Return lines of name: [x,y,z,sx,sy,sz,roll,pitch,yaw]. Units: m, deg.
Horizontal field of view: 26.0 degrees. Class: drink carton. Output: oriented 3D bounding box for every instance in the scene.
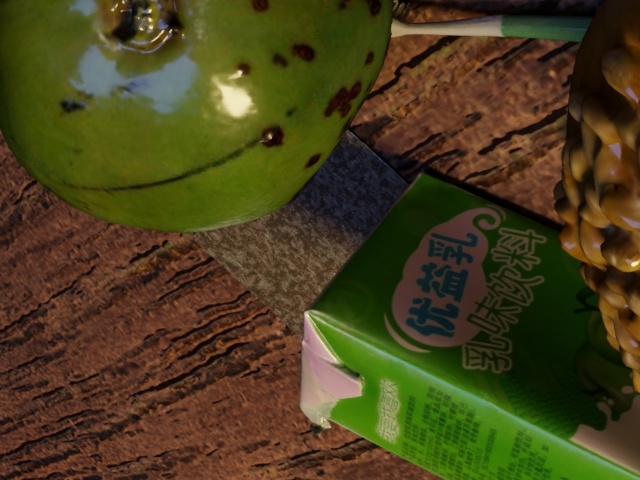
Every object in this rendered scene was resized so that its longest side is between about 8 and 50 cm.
drink carton: [0.135,0.086,0.877,0.271,0.161,0.108,25,140,20]

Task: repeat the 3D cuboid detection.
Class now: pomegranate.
pomegranate: [-0.079,-0.130,0.807,0.254,0.254,0.270,48,-177,-7]

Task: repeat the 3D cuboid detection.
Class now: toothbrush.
toothbrush: [0.125,-0.123,0.800,0.257,0.024,0.018,10,153,35]

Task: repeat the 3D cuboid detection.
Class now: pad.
pad: [0.000,0.000,1.048,0.158,0.003,0.235,42,143,0]

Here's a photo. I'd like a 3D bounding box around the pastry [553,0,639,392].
pastry: [0.291,-0.009,0.577,0.409,0.245,0.410,24,142,21]
